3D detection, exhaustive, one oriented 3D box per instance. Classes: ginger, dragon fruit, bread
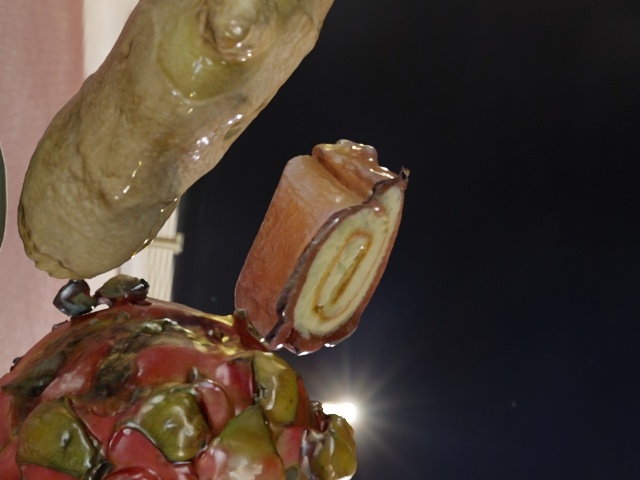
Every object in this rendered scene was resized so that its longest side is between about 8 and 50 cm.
[{"bbox_3d":[-0.105,-0.114,0.720,0.354,0.126,0.190,-52,-161,11],"label":"ginger"},{"bbox_3d":[-0.091,0.190,0.799,0.262,0.314,0.296,-10,-141,43],"label":"dragon fruit"},{"bbox_3d":[0.008,0.000,1.109,0.190,0.123,0.244,7,115,-55],"label":"bread"}]

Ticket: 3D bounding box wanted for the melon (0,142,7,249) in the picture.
[{"bbox_3d":[-0.369,-0.037,0.709,0.330,0.268,0.269,-133,-129,-73],"label":"melon"}]
